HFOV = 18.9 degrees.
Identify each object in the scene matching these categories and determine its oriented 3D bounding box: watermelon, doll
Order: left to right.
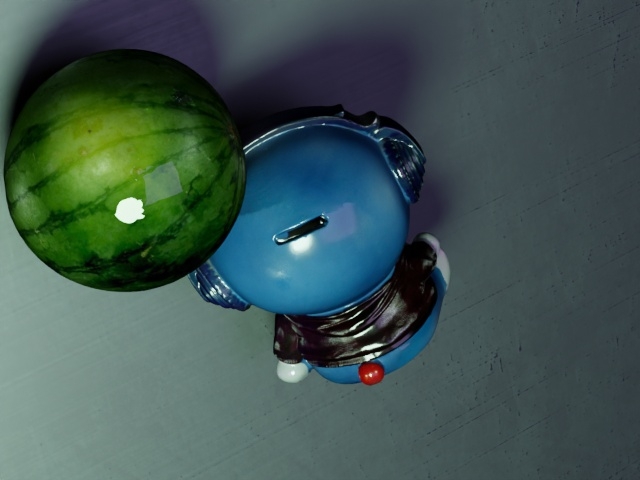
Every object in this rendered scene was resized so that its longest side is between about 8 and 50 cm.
[{"bbox_3d":[-0.195,-0.068,1.913,0.242,0.242,0.242,-12,110,-34],"label":"watermelon"},{"bbox_3d":[0.000,0.000,2.079,0.284,0.240,0.310,-26,116,4],"label":"doll"}]
